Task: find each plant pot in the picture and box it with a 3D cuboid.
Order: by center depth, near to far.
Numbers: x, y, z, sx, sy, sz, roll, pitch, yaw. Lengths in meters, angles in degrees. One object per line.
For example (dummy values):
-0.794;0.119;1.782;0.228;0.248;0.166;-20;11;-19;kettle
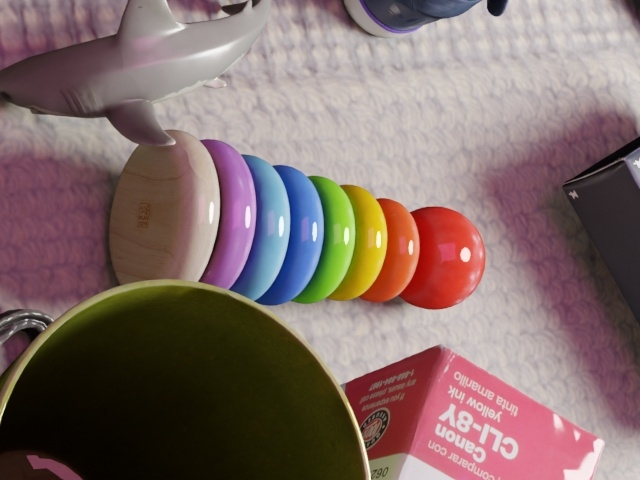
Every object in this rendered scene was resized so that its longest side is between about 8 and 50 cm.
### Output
-0.156;0.194;1.387;0.275;0.293;0.274;9;71;-28;plant pot

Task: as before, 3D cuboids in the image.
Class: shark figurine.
-0.114;-0.174;1.582;0.278;0.166;0.116;-28;129;-29;shark figurine

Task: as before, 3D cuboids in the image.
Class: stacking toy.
0.000;0.000;1.637;0.330;0.141;0.141;8;72;-32;stacking toy

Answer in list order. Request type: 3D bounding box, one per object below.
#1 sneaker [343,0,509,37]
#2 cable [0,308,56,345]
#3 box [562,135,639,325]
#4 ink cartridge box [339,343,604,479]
0.122;-0.347;1.739;0.130;0.236;0.322;16;69;-26;sneaker
-0.295;0.143;1.453;0.287;0.072;0.139;-20;92;-33;cable
0.367;0.013;1.812;0.184;0.103;0.261;-31;92;-30;box
0.020;0.300;1.467;0.160;0.279;0.384;32;62;-18;ink cartridge box
